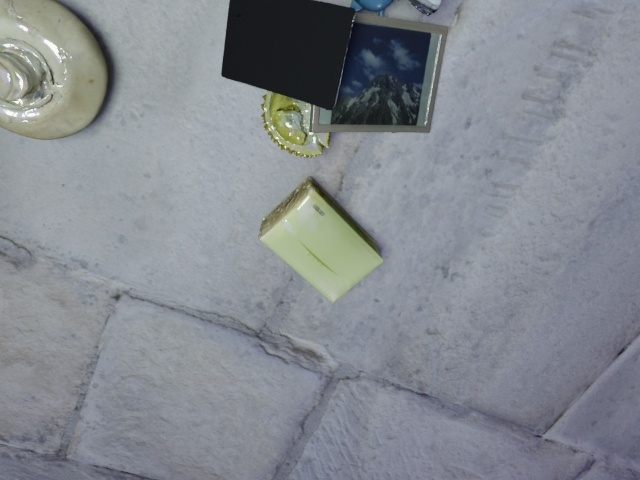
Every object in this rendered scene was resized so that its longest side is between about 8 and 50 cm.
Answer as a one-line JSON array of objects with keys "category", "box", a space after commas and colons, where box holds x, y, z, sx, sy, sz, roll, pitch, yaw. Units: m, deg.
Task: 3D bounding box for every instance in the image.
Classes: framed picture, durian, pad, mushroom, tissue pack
[{"category": "framed picture", "box": [0.111, -0.305, 0.790, 0.281, 0.019, 0.209, -9, 117, -26]}, {"category": "durian", "box": [-0.039, -0.266, 0.818, 0.146, 0.102, 0.208, 18, 90, -14]}, {"category": "pad", "box": [-0.068, -0.340, 0.738, 0.265, 0.009, 0.159, 25, 116, 24]}, {"category": "mushroom", "box": [-0.495, -0.286, 0.707, 0.246, 0.202, 0.246, -6, 125, -8]}, {"category": "tissue pack", "box": [0.000, 0.000, 0.923, 0.159, 0.125, 0.234, -41, 111, 14]}]

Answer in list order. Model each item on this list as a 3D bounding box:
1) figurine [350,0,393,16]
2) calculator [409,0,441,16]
[{"category": "figurine", "box": [0.122, -0.478, 0.729, 0.178, 0.114, 0.144, -14, 93, -11]}, {"category": "calculator", "box": [0.154, -0.509, 0.678, 0.161, 0.021, 0.261, 19, 82, -15]}]
